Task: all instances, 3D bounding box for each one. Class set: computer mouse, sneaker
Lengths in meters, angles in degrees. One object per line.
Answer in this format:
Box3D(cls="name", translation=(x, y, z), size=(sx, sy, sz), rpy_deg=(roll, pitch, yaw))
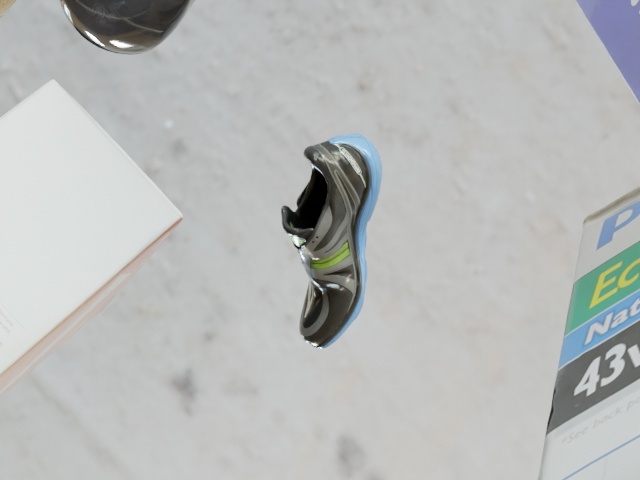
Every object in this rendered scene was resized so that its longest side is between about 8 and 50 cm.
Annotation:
Box3D(cls="computer mouse", translation=(-0.075, -0.189, 0.845), size=(0.071, 0.041, 0.242), rpy_deg=(16, 119, 9))
Box3D(cls="sneaker", translation=(0.000, 0.000, 1.602), size=(0.067, 0.078, 0.188), rpy_deg=(44, 132, 54))

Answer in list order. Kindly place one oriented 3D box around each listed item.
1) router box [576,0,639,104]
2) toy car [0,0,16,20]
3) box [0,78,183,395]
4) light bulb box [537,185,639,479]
Box3D(cls="router box", translation=(0.298, -0.085, 0.978), size=(0.301, 0.335, 0.082), rpy_deg=(18, 107, -6))
Box3D(cls="toy car", translation=(-0.152, -0.100, 0.765), size=(0.155, 0.188, 0.149), rpy_deg=(48, 174, 48))
Box3D(cls="box", translation=(-0.314, 0.056, 1.612), size=(0.168, 0.345, 0.215), rpy_deg=(46, 144, 0))
Box3D(cls="light bulb box", translation=(0.261, 0.155, 0.666), size=(0.225, 0.361, 0.358), rpy_deg=(-31, 110, 28))
